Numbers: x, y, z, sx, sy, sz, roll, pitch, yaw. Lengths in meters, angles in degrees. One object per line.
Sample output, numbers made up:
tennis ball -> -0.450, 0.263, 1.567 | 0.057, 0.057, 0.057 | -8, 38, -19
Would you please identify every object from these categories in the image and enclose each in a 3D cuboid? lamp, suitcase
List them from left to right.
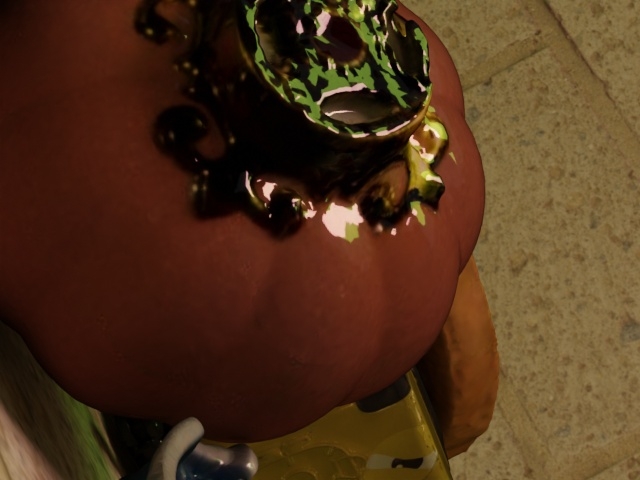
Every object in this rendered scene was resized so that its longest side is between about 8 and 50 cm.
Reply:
lamp -> -0.045, -0.049, 0.821 | 0.239, 0.305, 0.305 | -40, -104, 50
suitcase -> -0.021, 0.126, 1.044 | 0.143, 0.194, 0.235 | -110, 178, -47

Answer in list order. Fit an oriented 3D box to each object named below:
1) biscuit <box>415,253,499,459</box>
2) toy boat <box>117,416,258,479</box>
biscuit -> 0.002, -0.001, 1.180 | 0.365, 0.062, 0.385 | 42, -27, 28
toy boat -> -0.030, 0.149, 0.641 | 0.129, 0.142, 0.309 | 63, -1, -15
